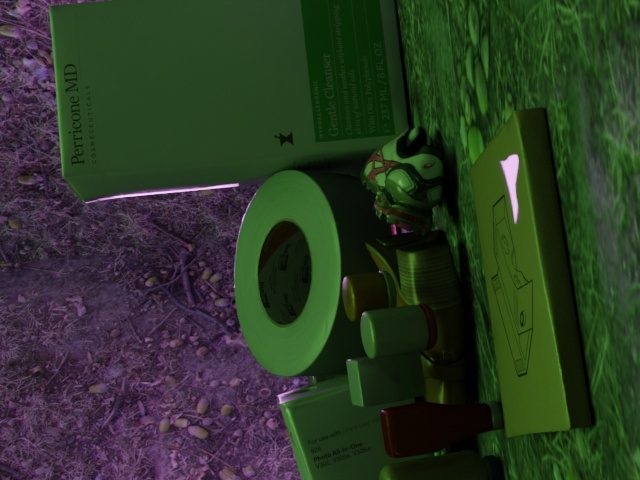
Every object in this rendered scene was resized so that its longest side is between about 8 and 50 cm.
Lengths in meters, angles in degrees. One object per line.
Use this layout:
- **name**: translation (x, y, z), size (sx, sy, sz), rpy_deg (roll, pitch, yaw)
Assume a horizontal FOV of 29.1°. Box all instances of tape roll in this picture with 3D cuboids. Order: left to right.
- **tape roll**: translation (-0.010, 0.035, 1.316), size (0.219, 0.072, 0.219), rpy_deg (-7, 82, 56)

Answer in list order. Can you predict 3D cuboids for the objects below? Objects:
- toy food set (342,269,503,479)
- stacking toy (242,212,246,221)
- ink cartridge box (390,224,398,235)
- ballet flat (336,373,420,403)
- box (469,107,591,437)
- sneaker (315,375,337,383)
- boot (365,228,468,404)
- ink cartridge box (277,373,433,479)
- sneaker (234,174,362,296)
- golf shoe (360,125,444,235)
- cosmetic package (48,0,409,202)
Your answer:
- **toy food set**: translation (0.090, 0.136, 1.030), size (0.111, 0.104, 0.232), rpy_deg (158, 104, -77)
- **stacking toy**: translation (-0.009, 0.058, 2.050), size (0.302, 0.175, 0.166), rpy_deg (-119, 18, -49)
- **ink cartridge box**: translation (0.053, -0.027, 1.575), size (0.239, 0.060, 0.275), rpy_deg (96, 167, -75)
- **ballet flat**: translation (0.080, 0.230, 1.427), size (0.124, 0.116, 0.342), rpy_deg (-68, -26, -56)
- **box**: translation (0.137, 0.029, 0.827), size (0.164, 0.021, 0.201), rpy_deg (108, 156, -79)
- **sneaker**: translation (0.025, 0.097, 1.464), size (0.130, 0.109, 0.286), rpy_deg (48, 146, 34)
- **boot**: translation (0.092, 0.072, 1.154), size (0.197, 0.072, 0.152), rpy_deg (-109, 10, -82)
- **ink cartridge box**: translation (0.059, 0.271, 1.183), size (0.211, 0.121, 0.289), rpy_deg (133, 119, -84)
- **sneaker**: translation (0.000, 0.000, 1.506), size (0.275, 0.110, 0.107), rpy_deg (-43, 68, 36)
- **golf shoe**: translation (0.086, -0.067, 1.154), size (0.186, 0.067, 0.086), rpy_deg (-110, 41, -73)
- **cosmetic package**: translation (-0.099, -0.162, 1.349), size (0.155, 0.365, 0.197), rpy_deg (115, 147, -82)
